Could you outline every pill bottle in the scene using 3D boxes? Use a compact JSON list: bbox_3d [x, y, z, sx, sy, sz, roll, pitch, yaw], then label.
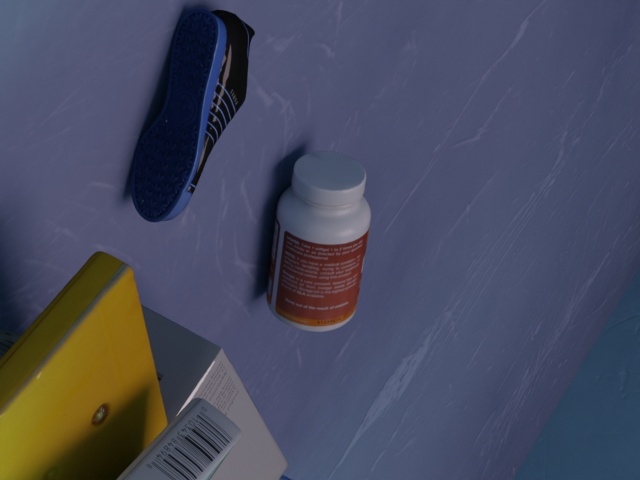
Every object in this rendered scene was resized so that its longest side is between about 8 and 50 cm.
[{"bbox_3d":[0.000,0.000,2.057,0.121,0.121,0.216,-40,147,-46],"label":"pill bottle"}]

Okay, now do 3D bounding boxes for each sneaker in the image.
[{"bbox_3d":[-0.126,-0.128,1.698,0.090,0.081,0.232,1,111,-58],"label":"sneaker"}]

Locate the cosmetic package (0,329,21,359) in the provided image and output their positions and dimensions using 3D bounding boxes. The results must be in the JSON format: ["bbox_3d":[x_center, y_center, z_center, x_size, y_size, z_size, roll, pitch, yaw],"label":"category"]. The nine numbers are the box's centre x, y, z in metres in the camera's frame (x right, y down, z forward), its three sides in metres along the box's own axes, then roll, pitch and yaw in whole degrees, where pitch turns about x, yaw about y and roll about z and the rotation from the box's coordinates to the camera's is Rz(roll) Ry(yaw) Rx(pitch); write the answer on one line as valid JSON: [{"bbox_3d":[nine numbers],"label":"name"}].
[{"bbox_3d":[-0.354,0.244,1.536,0.160,0.113,0.309,7,105,-67],"label":"cosmetic package"}]

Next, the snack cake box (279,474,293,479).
[{"bbox_3d":[-0.079,0.385,2.087,0.089,0.264,0.152,-27,137,-57],"label":"snack cake box"}]

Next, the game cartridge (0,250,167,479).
[{"bbox_3d":[-0.267,0.207,1.489,0.323,0.053,0.285,-49,153,-30],"label":"game cartridge"}]

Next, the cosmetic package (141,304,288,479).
[{"bbox_3d":[-0.178,0.244,1.868,0.197,0.155,0.365,-56,157,-20],"label":"cosmetic package"}]

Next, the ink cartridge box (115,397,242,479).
[{"bbox_3d":[-0.234,0.344,1.534,0.324,0.071,0.330,-47,171,-51],"label":"ink cartridge box"}]
